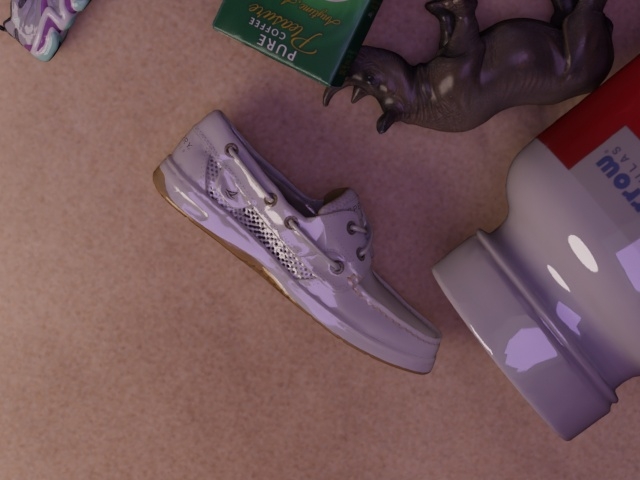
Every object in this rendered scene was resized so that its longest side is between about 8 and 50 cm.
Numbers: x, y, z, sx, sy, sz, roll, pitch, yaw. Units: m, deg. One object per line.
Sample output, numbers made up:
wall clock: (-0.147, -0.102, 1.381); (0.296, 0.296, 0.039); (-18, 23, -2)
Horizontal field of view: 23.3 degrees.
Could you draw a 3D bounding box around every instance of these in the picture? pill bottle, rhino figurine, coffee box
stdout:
pill bottle: (0.294, -0.038, 1.187); (0.407, 0.229, 0.229); (-39, 102, 5)
rhino figurine: (0.118, -0.143, 1.233); (0.243, 0.073, 0.106); (-16, 99, 5)
coffee box: (0.003, -0.223, 1.209); (0.113, 0.040, 0.184); (26, 100, 12)

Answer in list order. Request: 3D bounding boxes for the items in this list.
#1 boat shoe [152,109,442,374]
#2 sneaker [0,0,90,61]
boat shoe: (0.000, 0.000, 1.245); (0.277, 0.098, 0.096); (37, 99, -9)
sneaker: (-0.217, -0.197, 1.219); (0.069, 0.038, 0.098); (34, 98, -11)
